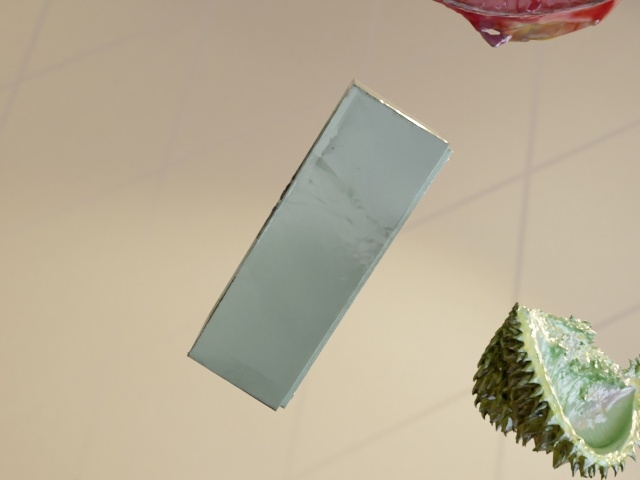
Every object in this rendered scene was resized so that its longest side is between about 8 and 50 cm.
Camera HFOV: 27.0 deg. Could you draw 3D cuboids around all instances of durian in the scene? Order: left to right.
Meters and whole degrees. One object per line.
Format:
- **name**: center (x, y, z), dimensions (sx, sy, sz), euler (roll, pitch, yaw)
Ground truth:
- **durian**: center (0.180, 0.111, 0.927), dimensions (0.215, 0.100, 0.086), euler (29, 3, -42)

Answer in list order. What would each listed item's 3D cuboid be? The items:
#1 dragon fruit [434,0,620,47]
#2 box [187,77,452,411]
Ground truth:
- **dragon fruit**: center (0.149, -0.339, 1.015), dimensions (0.386, 0.371, 0.249), euler (42, 6, -1)
- **box**: center (0.000, 0.000, 0.979), dimensions (0.086, 0.225, 0.129), euler (32, 8, -3)
